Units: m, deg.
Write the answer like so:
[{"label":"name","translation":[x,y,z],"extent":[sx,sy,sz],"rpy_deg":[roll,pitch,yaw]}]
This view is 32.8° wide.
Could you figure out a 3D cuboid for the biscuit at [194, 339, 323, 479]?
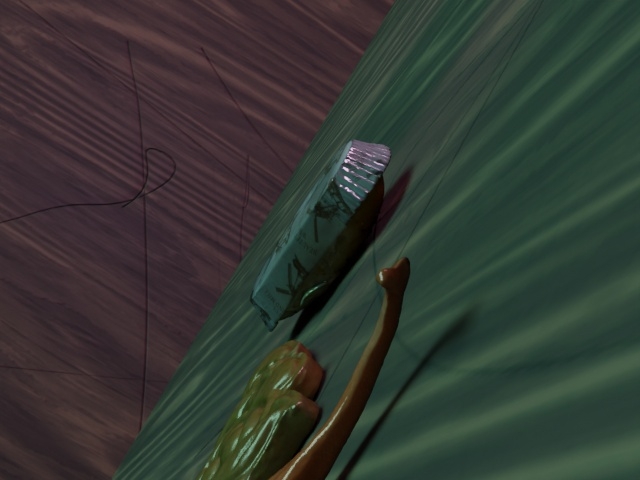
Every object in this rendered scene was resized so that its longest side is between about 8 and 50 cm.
[{"label":"biscuit","translation":[-0.045,0.128,0.648],"extent":[0.162,0.035,0.250],"rpy_deg":[-51,6,24]}]

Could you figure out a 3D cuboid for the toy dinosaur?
[{"label":"toy dinosaur","translation":[-0.040,0.128,0.446],"extent":[0.279,0.055,0.101],"rpy_deg":[-58,-18,25]}]

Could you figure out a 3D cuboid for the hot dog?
[{"label":"hot dog","translation":[0.000,0.000,0.822],"extent":[0.192,0.053,0.099],"rpy_deg":[-57,4,39]}]
